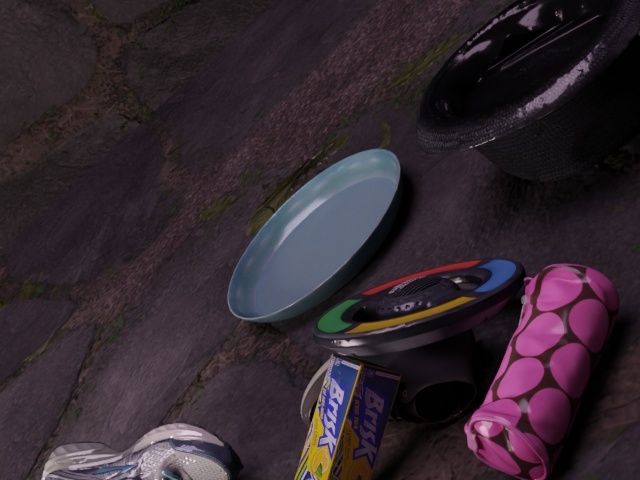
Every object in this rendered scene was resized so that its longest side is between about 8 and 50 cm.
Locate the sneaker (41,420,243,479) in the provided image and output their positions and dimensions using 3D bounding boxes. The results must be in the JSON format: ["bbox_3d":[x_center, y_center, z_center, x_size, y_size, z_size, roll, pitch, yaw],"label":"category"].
[{"bbox_3d":[-0.221,0.306,1.596,0.283,0.110,0.122,-16,32,26],"label":"sneaker"}]

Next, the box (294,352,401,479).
[{"bbox_3d":[0.024,0.205,1.368,0.054,0.059,0.169,15,88,54],"label":"box"}]

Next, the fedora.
[{"bbox_3d":[0.276,-0.174,1.561,0.334,0.152,0.334,-36,24,19],"label":"fedora"}]

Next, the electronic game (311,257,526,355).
[{"bbox_3d":[0.101,0.064,1.382,0.229,0.048,0.229,-18,9,3],"label":"electronic game"}]

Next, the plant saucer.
[{"bbox_3d":[0.000,0.000,1.875,0.318,0.044,0.317,-37,24,19],"label":"plant saucer"}]

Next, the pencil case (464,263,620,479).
[{"bbox_3d":[0.206,0.121,1.257,0.098,0.095,0.209,17,53,21],"label":"pencil case"}]

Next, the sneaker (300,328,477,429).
[{"bbox_3d":[0.067,0.165,1.425,0.222,0.083,0.118,-34,25,21],"label":"sneaker"}]
